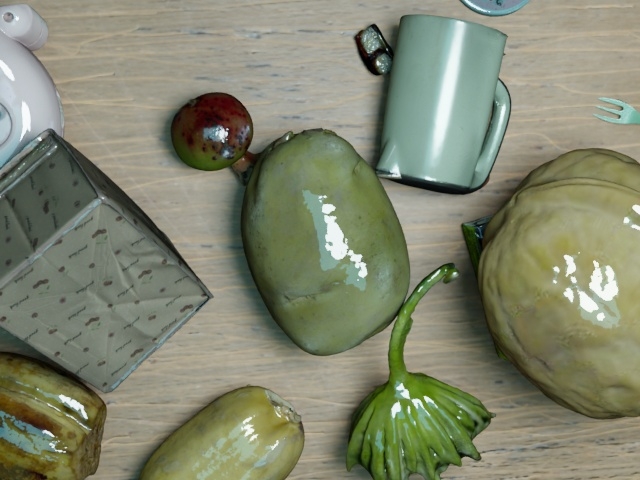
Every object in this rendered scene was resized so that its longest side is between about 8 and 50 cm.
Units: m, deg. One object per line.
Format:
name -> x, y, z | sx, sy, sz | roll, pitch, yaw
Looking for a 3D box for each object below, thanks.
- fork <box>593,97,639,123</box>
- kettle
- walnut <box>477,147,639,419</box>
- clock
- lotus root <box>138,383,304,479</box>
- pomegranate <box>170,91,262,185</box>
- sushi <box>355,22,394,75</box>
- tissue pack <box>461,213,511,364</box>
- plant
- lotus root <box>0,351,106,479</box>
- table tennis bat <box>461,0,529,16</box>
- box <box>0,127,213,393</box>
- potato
fork -> 0.565, -0.187, 1.510 | 0.235, 0.021, 0.039 | 17, 95, -6
kettle -> 0.204, -0.200, 1.416 | 0.240, 0.165, 0.255 | 7, 95, -34
walnut -> 0.396, 0.061, 1.291 | 0.381, 0.381, 0.381 | 0, 94, -5
clock -> -0.529, -0.164, 1.343 | 0.342, 0.184, 0.326 | -7, 99, 0
lotus root -> -0.174, 0.363, 1.419 | 0.342, 0.151, 0.169 | -40, 81, 3
pomegranate -> -0.150, -0.152, 1.395 | 0.159, 0.129, 0.129 | 42, 89, -7
sushi -> 0.087, -0.299, 1.456 | 0.046, 0.044, 0.083 | -28, 94, 19
tissue pack -> 0.344, 0.061, 1.480 | 0.173, 0.073, 0.235 | -18, 95, -6
plant -> 0.120, 0.208, 1.399 | 0.251, 0.180, 0.333 | -22, 107, -10
lotus root -> -0.465, 0.260, 1.369 | 0.291, 0.193, 0.193 | 17, 92, -4
table tennis bat -> 0.303, -0.476, 1.461 | 0.153, 0.040, 0.244 | 28, 95, -7
box -> -0.337, 0.037, 1.284 | 0.225, 0.297, 0.190 | -42, 53, -2
potato -> 0.000, 0.000, 1.362 | 0.221, 0.243, 0.326 | -23, 88, -30
